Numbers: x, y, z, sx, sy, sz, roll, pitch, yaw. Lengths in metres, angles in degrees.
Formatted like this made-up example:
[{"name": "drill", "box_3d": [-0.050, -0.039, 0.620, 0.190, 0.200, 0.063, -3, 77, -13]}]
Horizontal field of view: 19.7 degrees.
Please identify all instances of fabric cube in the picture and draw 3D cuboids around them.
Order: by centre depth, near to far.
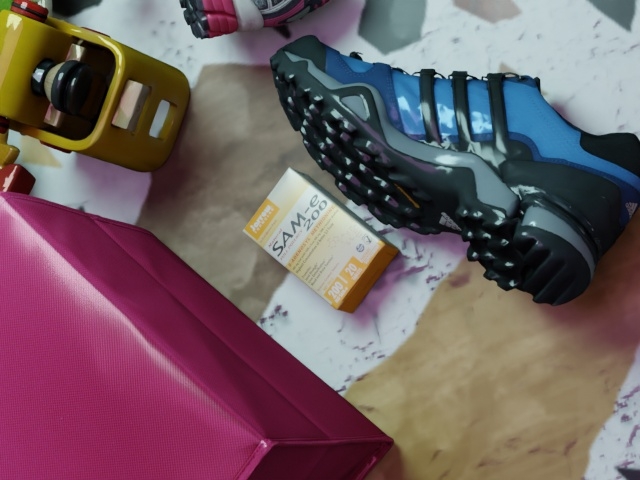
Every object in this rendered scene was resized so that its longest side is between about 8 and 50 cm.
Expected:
[{"name": "fabric cube", "box_3d": [-0.150, 0.153, 1.288, 0.258, 0.259, 0.254, 39, 97, 19]}]

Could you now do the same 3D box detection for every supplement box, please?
[{"name": "supplement box", "box_3d": [0.000, 0.000, 1.365, 0.098, 0.036, 0.062, 39, 97, 21]}]

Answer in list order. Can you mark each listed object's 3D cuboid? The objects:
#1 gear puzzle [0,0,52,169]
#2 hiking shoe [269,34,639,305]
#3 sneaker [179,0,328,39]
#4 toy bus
[{"name": "gear puzzle", "box_3d": [-0.286, -0.181, 1.471, 0.175, 0.044, 0.338, -6, 81, 37]}, {"name": "hiking shoe", "box_3d": [0.098, -0.071, 1.317, 0.304, 0.113, 0.132, 35, 66, 27]}, {"name": "sneaker", "box_3d": [-0.071, -0.295, 1.400, 0.112, 0.121, 0.299, -10, 78, -10]}, {"name": "toy bus", "box_3d": [-0.176, -0.111, 1.370, 0.104, 0.191, 0.202, 20, 47, 22]}]
